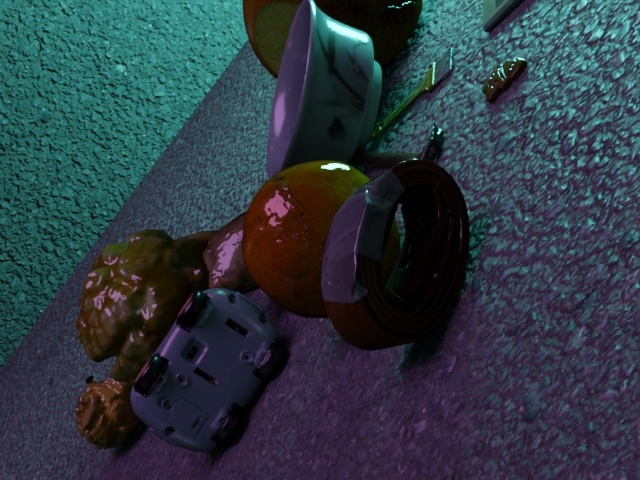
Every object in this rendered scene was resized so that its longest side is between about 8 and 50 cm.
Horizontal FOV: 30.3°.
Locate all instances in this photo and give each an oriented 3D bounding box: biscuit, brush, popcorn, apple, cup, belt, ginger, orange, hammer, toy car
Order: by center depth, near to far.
[{"bbox_3d":[0.099,0.016,1.568,0.105,0.184,0.261,-22,36,56],"label":"belt"},{"bbox_3d":[0.000,0.000,1.758,0.240,0.240,0.240,-46,20,23],"label":"orange"},{"bbox_3d":[0.287,-0.257,1.851,0.092,0.016,0.082,-35,26,48],"label":"biscuit"},{"bbox_3d":[-0.196,0.213,1.979,0.270,0.181,0.212,-58,8,-12],"label":"toy car"},{"bbox_3d":[0.125,-0.139,2.026,0.125,0.027,0.297,-58,18,-9],"label":"hammer"},{"bbox_3d":[-0.087,-0.001,2.056,0.276,0.130,0.221,-39,9,-11],"label":"ginger"},{"bbox_3d":[0.165,-0.261,2.159,0.218,0.010,0.082,-43,22,31],"label":"brush"},{"bbox_3d":[0.015,-0.266,2.209,0.347,0.163,0.347,-171,90,-79],"label":"cup"},{"bbox_3d":[-0.322,0.119,2.291,0.274,0.279,0.335,117,160,-46],"label":"popcorn"},{"bbox_3d":[-0.415,0.338,2.345,0.167,0.152,0.148,-44,-10,28],"label":"popcorn"},{"bbox_3d":[0.015,-0.466,2.461,0.374,0.374,0.384,-47,60,21],"label":"apple"}]

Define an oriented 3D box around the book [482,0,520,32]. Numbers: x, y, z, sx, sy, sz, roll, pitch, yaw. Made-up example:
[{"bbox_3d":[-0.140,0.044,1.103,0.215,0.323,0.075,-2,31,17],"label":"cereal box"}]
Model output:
[{"bbox_3d":[0.380,-0.504,2.040,0.283,0.025,0.214,-41,24,36],"label":"book"}]
